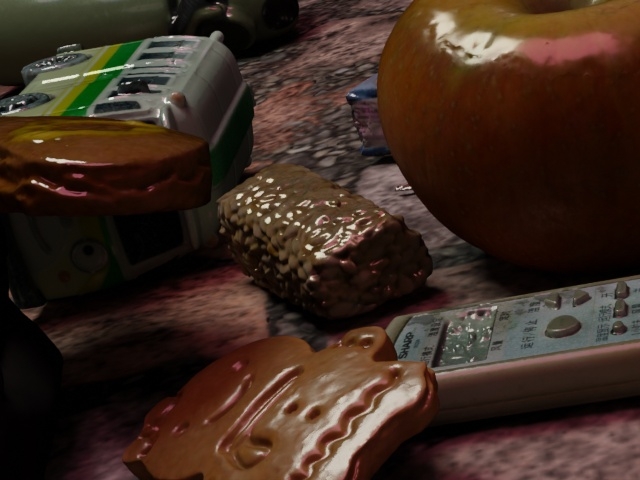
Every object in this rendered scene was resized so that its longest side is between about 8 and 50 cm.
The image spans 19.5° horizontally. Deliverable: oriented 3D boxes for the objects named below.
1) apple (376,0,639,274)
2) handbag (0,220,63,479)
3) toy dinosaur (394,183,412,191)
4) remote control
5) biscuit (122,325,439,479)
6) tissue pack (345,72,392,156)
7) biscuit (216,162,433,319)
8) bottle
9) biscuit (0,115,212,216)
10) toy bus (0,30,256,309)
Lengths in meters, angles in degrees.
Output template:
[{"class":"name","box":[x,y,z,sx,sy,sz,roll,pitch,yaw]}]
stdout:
[{"class":"apple","box":[0.146,-0.071,1.085,0.210,0.173,0.235,-14,26,-10]},{"class":"handbag","box":[-0.286,0.097,0.967,0.288,0.152,0.342,-24,10,-2]},{"class":"toy dinosaur","box":[0.155,-0.065,1.274,0.220,0.032,0.108,-19,19,20]},{"class":"remote control","box":[0.140,0.050,0.934,0.234,0.038,0.098,-11,18,15]},{"class":"biscuit","box":[-0.020,0.086,0.912,0.133,0.027,0.184,-41,26,-13]},{"class":"tissue pack","box":[0.110,-0.115,1.403,0.116,0.065,0.155,-2,23,39]},{"class":"biscuit","box":[0.000,0.000,1.146,0.082,0.070,0.168,-30,24,-16]},{"class":"bottle","box":[-0.190,-0.253,1.903,0.347,0.168,0.168,-4,20,17]},{"class":"biscuit","box":[-0.205,-0.043,1.051,0.277,0.052,0.262,-4,6,-14]},{"class":"toy bus","box":[-0.139,-0.062,1.329,0.165,0.133,0.276,-10,17,7]}]
